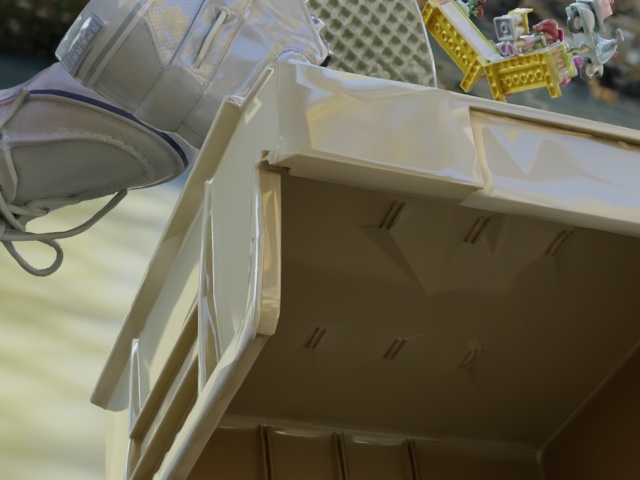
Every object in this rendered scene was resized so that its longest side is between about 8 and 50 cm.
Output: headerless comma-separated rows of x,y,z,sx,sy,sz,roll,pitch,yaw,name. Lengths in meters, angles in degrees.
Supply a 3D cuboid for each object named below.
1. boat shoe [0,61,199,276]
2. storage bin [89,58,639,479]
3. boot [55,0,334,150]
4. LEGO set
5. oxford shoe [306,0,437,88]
-0.263,-0.046,1.194,0.367,0.156,0.136,2,-34,35,boat shoe
0.056,0.068,0.624,0.262,0.260,0.123,9,50,-19,storage bin
-0.045,-0.140,0.851,0.123,0.095,0.258,38,45,-8,boot
0.197,-0.217,1.479,0.107,0.132,0.287,-26,34,-30,LEGO set
0.000,0.000,1.130,0.169,0.450,0.130,-6,13,-24,oxford shoe
